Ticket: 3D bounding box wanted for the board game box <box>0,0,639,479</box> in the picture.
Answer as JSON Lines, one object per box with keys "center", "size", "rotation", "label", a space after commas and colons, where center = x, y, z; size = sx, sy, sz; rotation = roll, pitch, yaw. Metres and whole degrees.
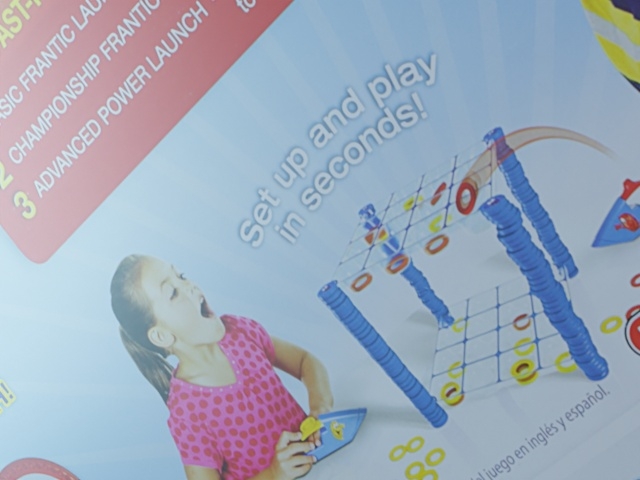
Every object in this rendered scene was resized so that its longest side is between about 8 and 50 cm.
{"center": [0.000, 0.000, 0.489], "size": [0.302, 0.086, 0.308], "rotation": [52, 126, 5], "label": "board game box"}
